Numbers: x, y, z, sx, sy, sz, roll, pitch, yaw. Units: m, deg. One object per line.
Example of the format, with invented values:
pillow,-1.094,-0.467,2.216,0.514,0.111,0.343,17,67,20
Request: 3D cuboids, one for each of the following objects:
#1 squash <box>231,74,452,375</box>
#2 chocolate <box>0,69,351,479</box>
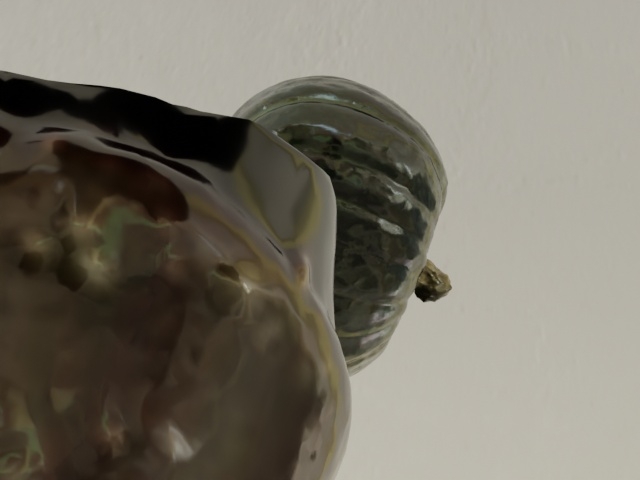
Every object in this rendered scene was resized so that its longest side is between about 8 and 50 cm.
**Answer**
squash,-0.005,-0.003,1.066,0.172,0.218,0.218,8,-61,-25
chocolate,-0.158,0.086,0.524,0.340,0.210,0.225,-4,-33,9
